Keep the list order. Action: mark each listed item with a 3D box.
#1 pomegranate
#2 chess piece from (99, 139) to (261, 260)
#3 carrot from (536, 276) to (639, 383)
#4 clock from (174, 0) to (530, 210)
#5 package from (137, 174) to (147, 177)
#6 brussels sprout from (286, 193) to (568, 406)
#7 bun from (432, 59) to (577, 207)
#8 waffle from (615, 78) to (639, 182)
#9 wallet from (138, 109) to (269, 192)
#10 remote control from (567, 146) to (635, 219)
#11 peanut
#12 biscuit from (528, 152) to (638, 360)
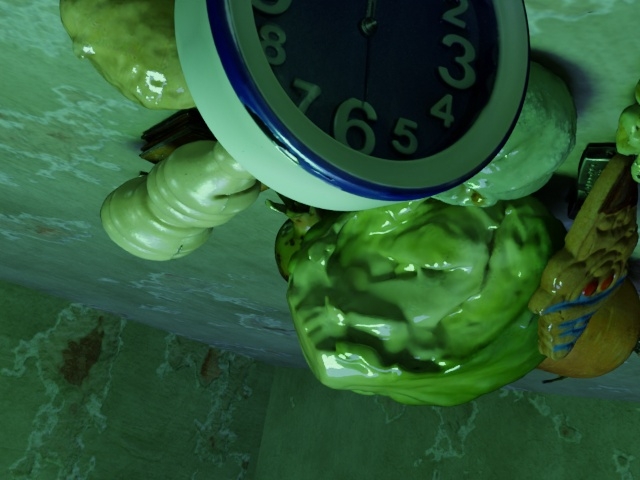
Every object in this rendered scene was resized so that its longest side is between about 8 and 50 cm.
[{"bbox_3d":[-0.005,0.003,1.207,0.156,0.156,0.220,3,159,25],"label":"pomegranate"},{"bbox_3d":[-0.159,-0.065,1.003,0.139,0.124,0.307,46,147,-12],"label":"chess piece"},{"bbox_3d":[0.391,0.121,1.260,0.331,0.214,0.193,13,168,-22],"label":"carrot"},{"bbox_3d":[0.026,-0.134,0.514,0.231,0.230,0.083,18,164,-25],"label":"clock"},{"bbox_3d":[-0.235,-0.067,1.293,0.131,0.047,0.071,12,163,-11],"label":"package"},{"bbox_3d":[0.147,0.076,1.056,0.371,0.275,0.315,-17,161,0],"label":"brussels sprout"},{"bbox_3d":[0.157,-0.097,0.788,0.196,0.118,0.195,10,162,3],"label":"bun"},{"bbox_3d":[0.429,-0.091,0.706,0.317,0.073,0.297,5,164,19],"label":"waffle"},{"bbox_3d":[-0.129,-0.108,1.075,0.196,0.041,0.161,21,162,-33],"label":"wallet"},{"bbox_3d":[0.333,-0.063,0.961,0.059,0.028,0.212,10,165,14],"label":"remote control"},{"bbox_3d":[-0.103,-0.166,0.725,0.263,0.117,0.101,13,-174,-20],"label":"peanut"},{"bbox_3d":[0.307,0.029,0.907,0.183,0.280,0.043,-22,-134,-38],"label":"biscuit"}]
